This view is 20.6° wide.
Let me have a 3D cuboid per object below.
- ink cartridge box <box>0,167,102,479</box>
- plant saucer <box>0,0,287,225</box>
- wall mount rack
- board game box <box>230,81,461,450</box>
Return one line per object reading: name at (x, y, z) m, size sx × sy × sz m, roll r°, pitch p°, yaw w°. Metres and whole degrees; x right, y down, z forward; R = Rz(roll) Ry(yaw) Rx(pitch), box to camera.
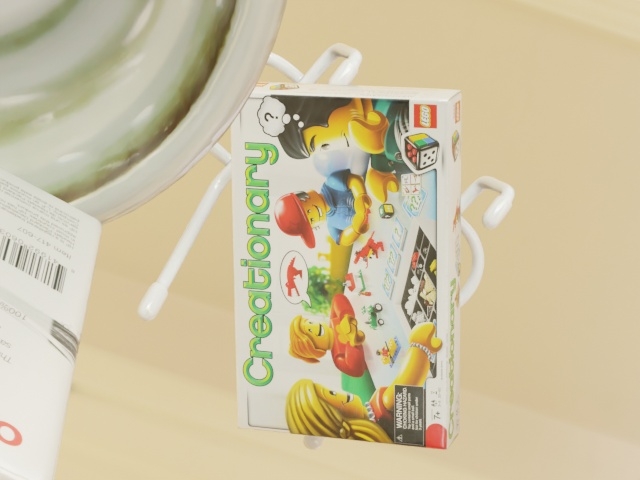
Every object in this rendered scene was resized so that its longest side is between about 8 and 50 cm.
ink cartridge box at (-0.186, 0.039, 0.759) m, size 0.086 × 0.148 × 0.203 m, roll -51°, pitch 19°, yaw 27°
plant saucer at (-0.202, -0.183, 0.843) m, size 0.100 × 0.400 × 0.400 m, roll -72°, pitch 1°, yaw -56°
wall mount rack at (0.000, 0.000, 1.619) m, size 0.304 × 0.350 × 0.130 m, roll -50°, pitch 19°, yaw 1°
board game box at (0.022, 0.021, 1.509) m, size 0.053 × 0.193 × 0.305 m, roll -36°, pitch -53°, yaw -67°
